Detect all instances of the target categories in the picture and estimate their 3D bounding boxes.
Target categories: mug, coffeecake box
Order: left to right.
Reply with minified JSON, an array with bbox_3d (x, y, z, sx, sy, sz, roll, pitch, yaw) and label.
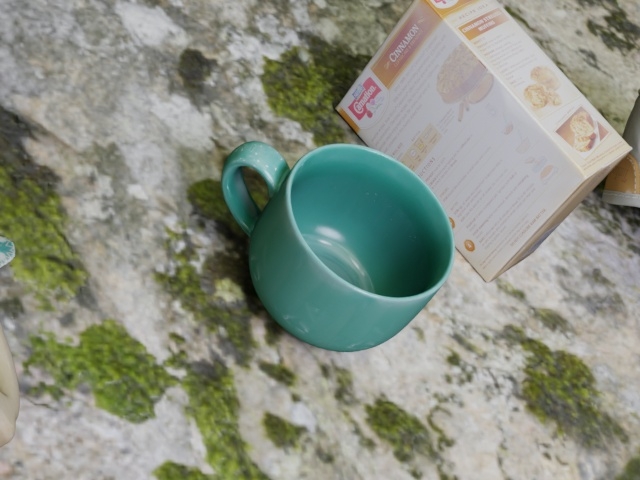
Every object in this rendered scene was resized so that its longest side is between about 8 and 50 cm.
[{"bbox_3d":[0.009,0.002,1.192,0.129,0.097,0.158,-15,64,-37],"label":"mug"},{"bbox_3d":[0.119,-0.086,1.291,0.185,0.142,0.068,49,47,11],"label":"coffeecake box"}]

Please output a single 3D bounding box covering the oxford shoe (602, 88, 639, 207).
[{"bbox_3d":[0.399,0.051,1.375,0.449,0.169,0.130,41,90,-7],"label":"oxford shoe"}]

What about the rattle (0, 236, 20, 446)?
[{"bbox_3d":[-0.259,0.053,1.044,0.130,0.142,0.200,41,19,-43],"label":"rattle"}]
